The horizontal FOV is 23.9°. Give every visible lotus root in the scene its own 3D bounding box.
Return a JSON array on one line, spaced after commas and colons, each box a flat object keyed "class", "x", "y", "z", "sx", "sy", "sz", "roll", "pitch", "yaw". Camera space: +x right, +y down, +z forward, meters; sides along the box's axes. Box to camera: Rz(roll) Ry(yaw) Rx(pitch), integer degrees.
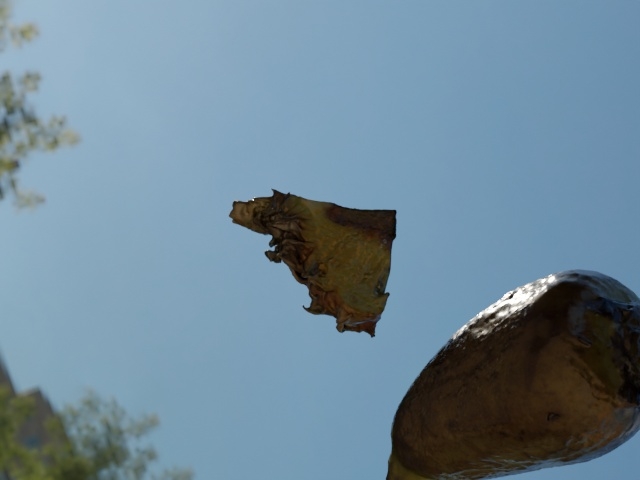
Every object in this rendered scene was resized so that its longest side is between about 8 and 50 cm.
[{"class": "lotus root", "x": 0.096, "y": 0.084, "z": 0.801, "sx": 0.191, "sy": 0.108, "sz": 0.094, "roll": -30, "pitch": -85, "yaw": 33}]

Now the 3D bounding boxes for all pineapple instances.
[{"class": "pineapple", "x": 0.000, "y": 0.000, "z": 0.920, "sx": 0.077, "sy": 0.114, "sz": 0.114, "roll": -53, "pitch": -158, "yaw": 17}]
